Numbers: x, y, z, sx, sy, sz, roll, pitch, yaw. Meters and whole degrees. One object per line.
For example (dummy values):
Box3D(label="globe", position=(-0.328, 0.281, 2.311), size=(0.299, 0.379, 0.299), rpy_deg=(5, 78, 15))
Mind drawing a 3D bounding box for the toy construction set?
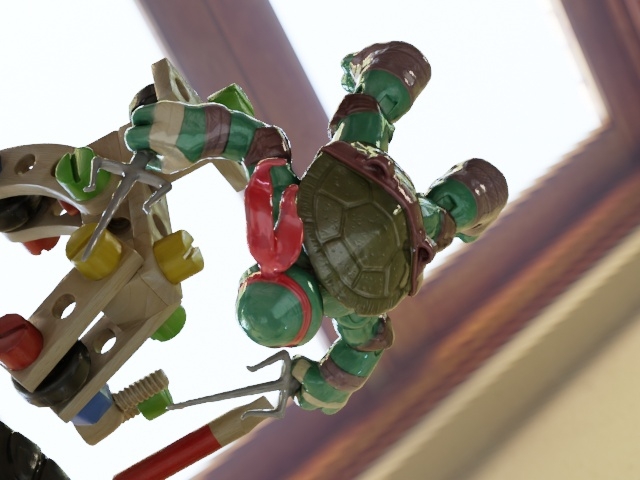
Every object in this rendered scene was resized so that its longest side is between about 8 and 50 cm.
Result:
Box3D(label="toy construction set", position=(-0.125, 0.016, 1.317), size=(0.237, 0.309, 0.257), rpy_deg=(-28, -160, 5))

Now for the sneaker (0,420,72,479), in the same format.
Box3D(label="sneaker", position=(-0.093, 0.163, 0.556), size=(0.124, 0.283, 0.107), rpy_deg=(-40, -168, 44))

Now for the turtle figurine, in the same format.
Box3D(label="turtle figurine", position=(0.000, 0.000, 0.812), size=(0.118, 0.175, 0.234), rpy_deg=(-5, -156, 36))
